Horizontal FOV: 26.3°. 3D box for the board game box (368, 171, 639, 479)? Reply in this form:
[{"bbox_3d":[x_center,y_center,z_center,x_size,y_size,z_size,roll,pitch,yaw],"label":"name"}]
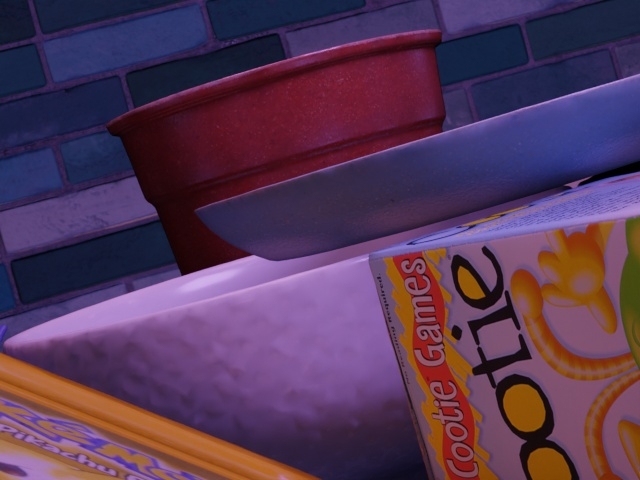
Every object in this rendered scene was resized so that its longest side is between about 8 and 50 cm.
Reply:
[{"bbox_3d":[0.160,0.042,0.484,0.144,0.142,0.275,-17,3,-28],"label":"board game box"}]

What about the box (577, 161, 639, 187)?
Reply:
[{"bbox_3d":[0.295,-0.005,0.682,0.270,0.143,0.165,-15,3,36],"label":"box"}]

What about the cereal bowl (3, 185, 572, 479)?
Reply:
[{"bbox_3d":[-0.001,0.075,0.797,0.339,0.141,0.339,-16,2,1],"label":"cereal bowl"}]

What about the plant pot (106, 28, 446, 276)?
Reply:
[{"bbox_3d":[0.000,0.000,1.079,0.273,0.265,0.272,-16,3,1],"label":"plant pot"}]

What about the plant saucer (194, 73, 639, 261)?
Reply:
[{"bbox_3d":[0.088,-0.044,0.763,0.318,0.043,0.317,-17,3,1],"label":"plant saucer"}]

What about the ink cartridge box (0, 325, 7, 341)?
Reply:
[{"bbox_3d":[-0.317,0.133,0.752,0.311,0.065,0.186,-22,6,-9],"label":"ink cartridge box"}]

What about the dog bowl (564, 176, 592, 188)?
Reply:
[{"bbox_3d":[0.304,-0.022,1.210,0.265,0.104,0.265,-22,5,2],"label":"dog bowl"}]

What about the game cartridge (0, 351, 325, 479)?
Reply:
[{"bbox_3d":[-0.092,0.081,0.430,0.285,0.052,0.324,22,1,-4],"label":"game cartridge"}]
